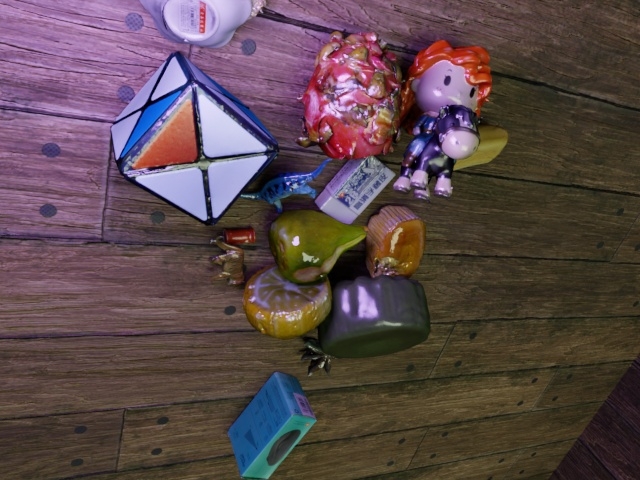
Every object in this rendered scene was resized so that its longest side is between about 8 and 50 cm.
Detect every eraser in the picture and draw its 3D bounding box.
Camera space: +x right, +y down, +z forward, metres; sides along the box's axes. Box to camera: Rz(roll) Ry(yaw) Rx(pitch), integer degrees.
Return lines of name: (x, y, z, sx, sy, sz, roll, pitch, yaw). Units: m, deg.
eraser: (0.097, -0.150, 1.509, 0.124, 0.068, 0.210, 32, 105, -37)

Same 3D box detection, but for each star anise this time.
star anise: (0.010, 0.393, 1.841, 0.205, 0.061, 0.180, 4, 108, -33)

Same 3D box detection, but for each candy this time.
candy: (-0.092, 0.163, 1.511, 0.260, 0.260, 0.118, -16, 126, -15)

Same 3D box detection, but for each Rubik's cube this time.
Rubik's cube: (-0.278, -0.221, 1.162, 0.250, 0.246, 0.248, -46, 130, 9)

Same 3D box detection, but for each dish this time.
dish: (-0.254, -0.461, 1.059, 0.230, 0.081, 0.229, -2, 144, -2)

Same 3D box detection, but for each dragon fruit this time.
dragon fruit: (0.071, -0.342, 1.260, 0.269, 0.250, 0.291, -5, 111, 5)

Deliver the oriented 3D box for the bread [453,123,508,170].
bread: (0.434, -0.277, 1.553, 0.217, 0.098, 0.147, -12, 153, -25)

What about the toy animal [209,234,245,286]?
toy animal: (-0.255, 0.057, 1.465, 0.099, 0.056, 0.241, -2, 144, -13)

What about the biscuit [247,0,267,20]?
biscuit: (-0.188, -0.536, 1.101, 0.168, 0.082, 0.070, 28, 135, -37)

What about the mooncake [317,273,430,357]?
mooncake: (0.160, 0.232, 1.647, 0.357, 0.194, 0.356, -7, 154, -4)

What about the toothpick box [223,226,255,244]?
toothpick box: (-0.221, -0.011, 1.463, 0.083, 0.047, 0.047, -5, 124, -23)

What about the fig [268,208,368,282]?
fig: (0.000, 0.000, 1.478, 0.275, 0.206, 0.206, -17, 128, -17)

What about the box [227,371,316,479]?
box: (-0.171, 0.638, 1.834, 0.118, 0.205, 0.311, 28, 106, -34)

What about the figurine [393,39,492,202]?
figurine: (0.296, -0.292, 1.329, 0.241, 0.411, 0.306, 14, 145, -2)

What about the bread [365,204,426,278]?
bread: (0.231, 0.017, 1.648, 0.179, 0.133, 0.250, -5, 125, -27)

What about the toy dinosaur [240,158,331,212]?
toy dinosaur: (-0.093, -0.140, 1.394, 0.329, 0.076, 0.144, -14, 161, 22)
